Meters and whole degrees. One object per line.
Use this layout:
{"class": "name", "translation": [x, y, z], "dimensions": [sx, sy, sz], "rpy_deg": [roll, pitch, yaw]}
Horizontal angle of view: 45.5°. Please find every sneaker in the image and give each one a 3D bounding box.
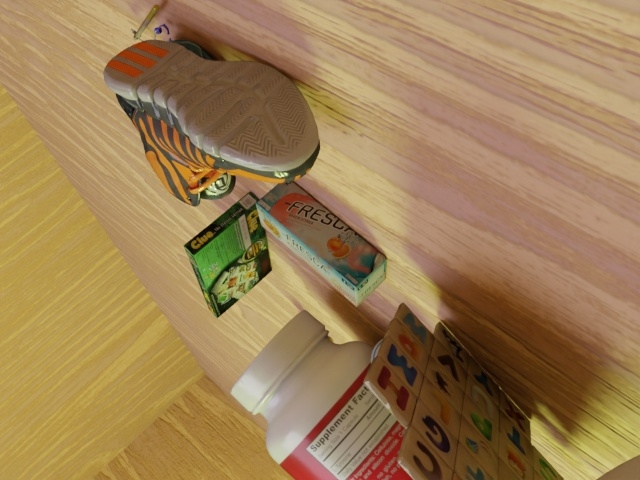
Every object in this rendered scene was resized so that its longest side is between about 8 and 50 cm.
{"class": "sneaker", "translation": [-0.107, -0.109, 0.876], "dimensions": [0.321, 0.124, 0.180], "rpy_deg": [33, 153, 37]}

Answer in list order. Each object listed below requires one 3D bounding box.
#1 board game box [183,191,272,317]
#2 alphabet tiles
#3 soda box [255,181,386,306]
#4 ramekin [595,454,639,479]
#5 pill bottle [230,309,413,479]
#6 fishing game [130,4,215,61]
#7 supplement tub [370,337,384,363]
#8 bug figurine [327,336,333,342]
{"class": "board game box", "translation": [-0.145, 0.031, 1.260], "dimensions": [0.030, 0.136, 0.259], "rpy_deg": [45, 162, 20]}
{"class": "alphabet tiles", "translation": [0.163, 0.203, 0.789], "dimensions": [0.285, 0.011, 0.342], "rpy_deg": [48, -161, -1]}
{"class": "soda box", "translation": [0.000, 0.000, 0.987], "dimensions": [0.183, 0.058, 0.063], "rpy_deg": [39, 160, 22]}
{"class": "ramekin", "translation": [0.285, 0.263, 0.556], "dimensions": [0.135, 0.277, 0.277], "rpy_deg": [57, 162, -2]}
{"class": "pill bottle", "translation": [0.069, 0.302, 1.149], "dimensions": [0.408, 0.229, 0.229], "rpy_deg": [42, 161, 8]}
{"class": "fishing game", "translation": [-0.144, -0.176, 0.981], "dimensions": [0.264, 0.041, 0.189], "rpy_deg": [51, 161, -19]}
{"class": "supplement tub", "translation": [0.120, 0.167, 1.041], "dimensions": [0.071, 0.071, 0.107], "rpy_deg": [51, 161, -10]}
{"class": "bug figurine", "translation": [0.050, 0.262, 1.395], "dimensions": [0.279, 0.072, 0.216], "rpy_deg": [26, 152, 49]}
